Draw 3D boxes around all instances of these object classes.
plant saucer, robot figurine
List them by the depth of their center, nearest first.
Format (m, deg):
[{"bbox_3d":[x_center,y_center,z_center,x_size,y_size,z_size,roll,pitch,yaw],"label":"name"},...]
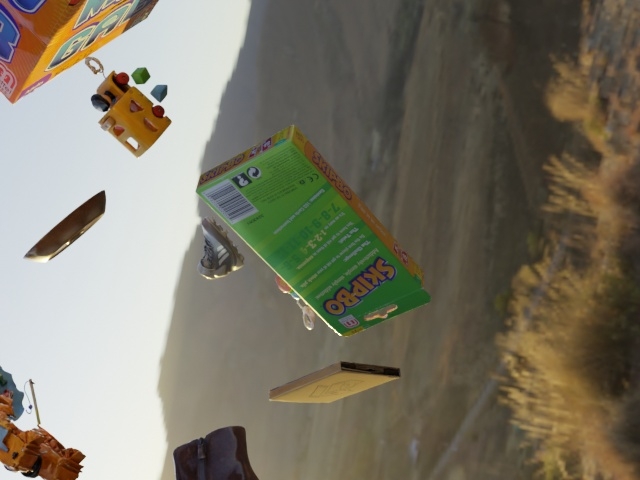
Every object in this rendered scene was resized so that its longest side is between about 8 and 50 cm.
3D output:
[{"bbox_3d":[-0.538,0.320,1.707,0.085,0.291,0.211,-58,-36,-11],"label":"robot figurine"},{"bbox_3d":[-0.473,-0.019,1.903,0.198,0.036,0.198,-40,6,5],"label":"plant saucer"}]

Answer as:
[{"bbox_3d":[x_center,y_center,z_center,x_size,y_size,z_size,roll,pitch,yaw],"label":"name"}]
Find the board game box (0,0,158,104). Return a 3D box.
[{"bbox_3d":[-0.438,-0.513,1.604,0.356,0.356,0.356,-38,7,48],"label":"board game box"}]

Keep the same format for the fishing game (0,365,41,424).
[{"bbox_3d":[-0.692,0.300,2.111,0.041,0.264,0.189,-44,39,13],"label":"fishing game"}]

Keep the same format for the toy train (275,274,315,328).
[{"bbox_3d":[-0.007,0.068,1.326,0.166,0.046,0.125,-23,83,58],"label":"toy train"}]

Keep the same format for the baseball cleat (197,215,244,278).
[{"bbox_3d":[-0.239,0.028,2.260,0.072,0.109,0.206,50,175,35],"label":"baseball cleat"}]

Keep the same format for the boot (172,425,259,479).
[{"bbox_3d":[-0.192,0.407,1.482,0.090,0.248,0.207,53,-166,-53],"label":"boot"}]

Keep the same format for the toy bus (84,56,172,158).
[{"bbox_3d":[-0.417,-0.267,2.115,0.104,0.202,0.191,-58,-28,-37],"label":"toy bus"}]

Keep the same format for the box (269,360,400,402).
[{"bbox_3d":[0.027,0.272,1.911,0.201,0.164,0.021,-29,61,40],"label":"box"}]

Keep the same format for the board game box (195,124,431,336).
[{"bbox_3d":[0.000,0.000,1.056,0.124,0.259,0.039,-25,33,27],"label":"board game box"}]
